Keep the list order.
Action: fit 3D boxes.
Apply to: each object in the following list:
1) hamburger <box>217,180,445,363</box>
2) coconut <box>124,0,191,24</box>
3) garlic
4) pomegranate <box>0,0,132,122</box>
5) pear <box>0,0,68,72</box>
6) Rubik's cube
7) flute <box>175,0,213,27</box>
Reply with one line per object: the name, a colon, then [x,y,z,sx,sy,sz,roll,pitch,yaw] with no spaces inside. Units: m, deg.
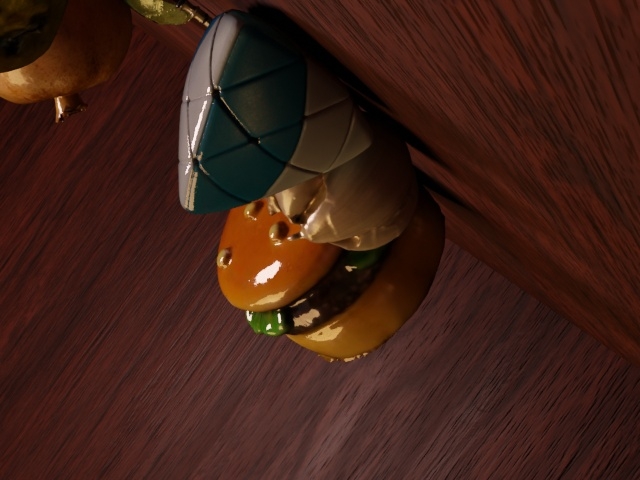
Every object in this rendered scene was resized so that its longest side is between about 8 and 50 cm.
hamburger: [0.000,0.000,1.824,0.277,0.396,0.396,35,-178,-29]
coconut: [-0.296,-0.406,1.765,0.133,0.055,0.158,32,-178,-42]
garlic: [0.006,-0.092,1.352,0.281,0.203,0.184,39,161,-27]
pomegranate: [-0.472,-0.361,1.807,0.319,0.319,0.319,36,-178,-1]
pear: [-0.524,-0.390,1.383,0.413,0.352,0.352,26,-179,2]
Rubik's cube: [-0.060,-0.119,1.211,0.254,0.254,0.254,36,-178,-1]
flute: [-0.116,-0.289,1.587,0.233,0.027,0.027,35,-178,-17]
